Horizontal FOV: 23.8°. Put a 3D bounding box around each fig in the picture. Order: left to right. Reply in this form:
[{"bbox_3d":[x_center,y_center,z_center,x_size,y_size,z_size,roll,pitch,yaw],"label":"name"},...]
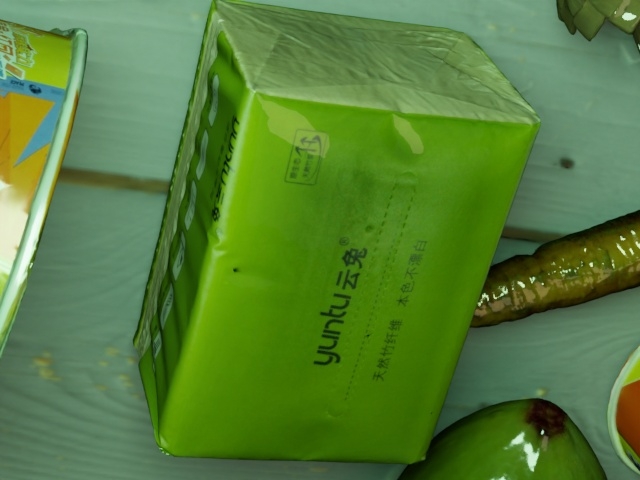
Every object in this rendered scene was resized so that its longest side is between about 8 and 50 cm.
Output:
[{"bbox_3d":[0.148,0.230,1.203,0.202,0.203,0.225,1,127,-18],"label":"fig"}]

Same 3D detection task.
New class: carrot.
[{"bbox_3d":[0.229,0.015,1.174,0.314,0.066,0.066,-19,124,-5],"label":"carrot"}]

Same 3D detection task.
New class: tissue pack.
[{"bbox_3d":[0.000,0.000,1.034,0.200,0.167,0.275,5,118,-20],"label":"tissue pack"}]

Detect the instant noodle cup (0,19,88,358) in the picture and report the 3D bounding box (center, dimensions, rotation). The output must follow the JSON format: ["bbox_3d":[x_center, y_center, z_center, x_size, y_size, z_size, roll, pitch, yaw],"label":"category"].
[{"bbox_3d":[-0.282,-0.024,0.877,0.214,0.296,0.296,19,114,-18],"label":"instant noodle cup"}]

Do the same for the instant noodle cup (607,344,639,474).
[{"bbox_3d":[0.366,0.173,1.248,0.213,0.174,0.213,-7,123,-12],"label":"instant noodle cup"}]

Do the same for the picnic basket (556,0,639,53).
[{"bbox_3d":[0.229,-0.167,1.022,0.137,0.128,0.179,-19,115,-3],"label":"picnic basket"}]
